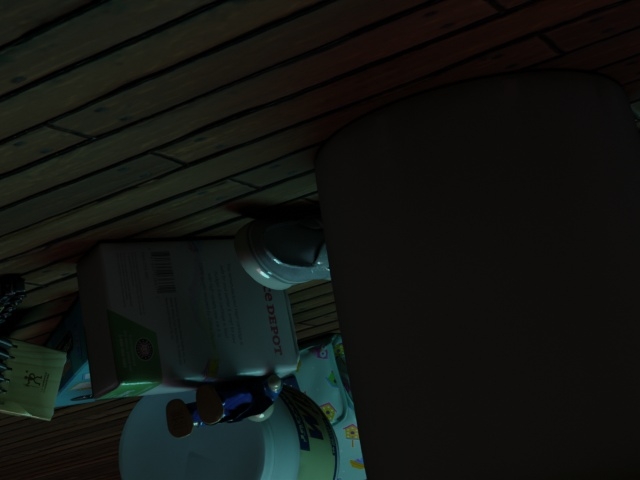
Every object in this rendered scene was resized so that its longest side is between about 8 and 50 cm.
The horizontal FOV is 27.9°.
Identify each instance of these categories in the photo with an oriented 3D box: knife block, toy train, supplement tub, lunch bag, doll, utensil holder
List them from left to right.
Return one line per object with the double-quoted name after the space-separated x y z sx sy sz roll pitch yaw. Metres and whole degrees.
-0.442 0.146 1.528 0.242 0.088 0.276 19 167 -33 "knife block"
-0.366 0.073 1.451 0.036 0.027 0.158 -1 163 -27 "toy train"
-0.101 0.179 1.386 0.129 0.046 0.189 -26 168 18 "doll"
-0.121 0.298 1.764 0.235 0.235 0.325 -14 166 12 "supplement tub"
0.001 0.284 2.170 0.223 0.160 0.262 -21 119 32 "lunch bag"
0.176 0.082 1.171 0.328 0.385 0.327 -10 165 -3 "utensil holder"

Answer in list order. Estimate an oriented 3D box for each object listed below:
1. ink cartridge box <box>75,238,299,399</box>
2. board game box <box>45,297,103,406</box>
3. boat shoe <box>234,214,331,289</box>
-0.144 0.083 1.397 0.212 0.154 0.093 -3 164 -30 "ink cartridge box"
-0.218 0.137 1.700 0.254 0.079 0.336 -5 165 -24 "board game box"
0.001 0.001 1.373 0.081 0.079 0.227 -31 162 31 "boat shoe"
